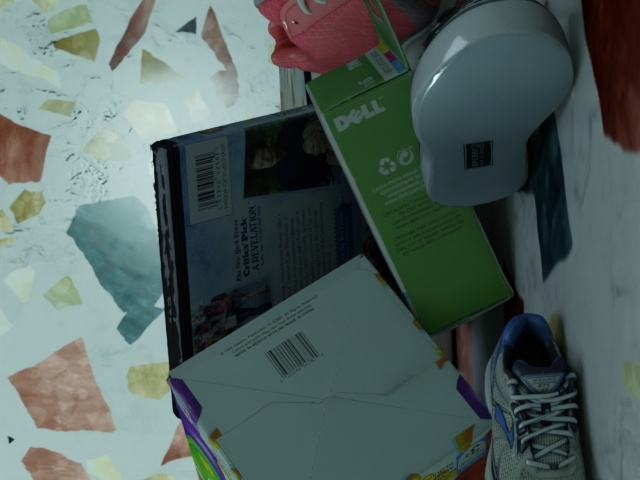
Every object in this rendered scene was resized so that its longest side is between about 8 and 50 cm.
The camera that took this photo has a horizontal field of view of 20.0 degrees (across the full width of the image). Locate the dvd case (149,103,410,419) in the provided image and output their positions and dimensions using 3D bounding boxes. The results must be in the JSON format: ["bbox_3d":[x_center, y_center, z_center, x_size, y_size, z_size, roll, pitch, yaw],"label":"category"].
[{"bbox_3d":[0.000,0.000,1.185,0.022,0.253,0.180,15,114,45],"label":"dvd case"}]

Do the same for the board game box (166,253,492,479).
[{"bbox_3d":[0.015,0.161,1.153,0.142,0.144,0.275,51,165,27],"label":"board game box"}]

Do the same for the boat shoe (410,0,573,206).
[{"bbox_3d":[0.084,-0.088,0.946,0.228,0.080,0.076,75,-173,-72],"label":"boat shoe"}]

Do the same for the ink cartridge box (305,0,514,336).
[{"bbox_3d":[0.041,-0.056,1.103,0.109,0.062,0.209,-109,-6,-74],"label":"ink cartridge box"}]

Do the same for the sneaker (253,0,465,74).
[{"bbox_3d":[0.024,-0.172,1.199,0.314,0.136,0.116,101,163,-73],"label":"sneaker"}]

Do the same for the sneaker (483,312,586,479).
[{"bbox_3d":[0.108,0.090,0.922,0.135,0.052,0.058,-100,11,-49],"label":"sneaker"}]

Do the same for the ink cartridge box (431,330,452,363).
[{"bbox_3d":[0.047,0.008,1.383,0.153,0.086,0.208,-111,18,-74],"label":"ink cartridge box"}]
